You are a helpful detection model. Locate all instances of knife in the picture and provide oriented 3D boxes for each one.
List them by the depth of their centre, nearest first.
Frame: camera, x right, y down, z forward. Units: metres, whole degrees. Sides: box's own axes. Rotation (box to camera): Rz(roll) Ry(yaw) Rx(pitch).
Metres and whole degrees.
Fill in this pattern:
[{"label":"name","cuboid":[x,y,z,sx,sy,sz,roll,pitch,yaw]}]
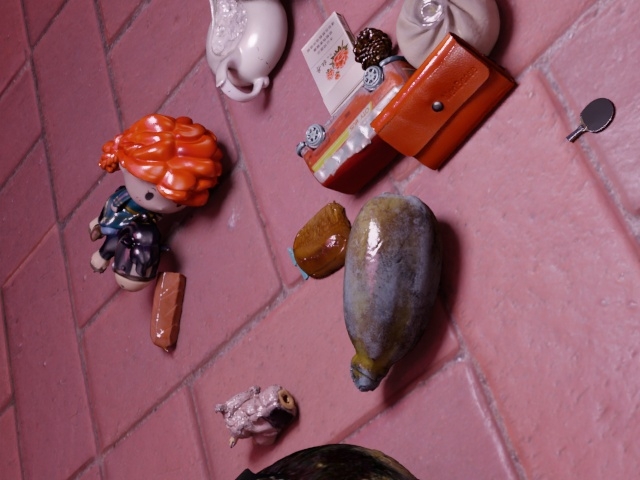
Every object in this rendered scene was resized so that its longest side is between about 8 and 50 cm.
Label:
[{"label":"knife","cuboid":[-0.044,0.043,1.876,0.014,0.005,0.091,-51,46,21]}]

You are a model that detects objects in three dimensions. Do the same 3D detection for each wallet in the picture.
[{"label":"wallet","cuboid":[0.196,-0.220,1.600,0.204,0.142,0.045,-48,21,27]}]

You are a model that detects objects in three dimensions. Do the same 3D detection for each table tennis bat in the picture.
[{"label":"table tennis bat","cuboid":[0.396,-0.175,1.461,0.083,0.007,0.050,-44,50,28]}]

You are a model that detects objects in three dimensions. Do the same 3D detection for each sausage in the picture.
[{"label":"sausage","cuboid":[-0.328,0.153,2.114,0.065,0.065,0.169,-4,76,47]}]

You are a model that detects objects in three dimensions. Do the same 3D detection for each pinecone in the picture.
[{"label":"pinecone","cuboid":[0.092,-0.349,1.802,0.077,0.077,0.083,-57,33,19]}]

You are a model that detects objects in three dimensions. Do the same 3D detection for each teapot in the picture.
[{"label":"teapot","cuboid":[-0.161,-0.412,2.045,0.208,0.166,0.299,-23,51,28]}]

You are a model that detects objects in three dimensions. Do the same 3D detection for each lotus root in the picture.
[{"label":"lotus root","cuboid":[0.113,0.086,1.579,0.140,0.158,0.322,5,87,45]}]

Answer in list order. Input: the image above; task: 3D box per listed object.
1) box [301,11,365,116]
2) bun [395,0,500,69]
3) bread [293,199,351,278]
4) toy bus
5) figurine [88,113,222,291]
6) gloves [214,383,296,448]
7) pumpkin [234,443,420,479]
[{"label":"box","cuboid":[0.031,-0.337,1.898,0.109,0.029,0.198,-45,48,29]},{"label":"bun","cuboid":[0.202,-0.355,1.617,0.173,0.120,0.172,-5,78,25]},{"label":"bread","cuboid":[0.000,0.000,1.815,0.129,0.044,0.126,-41,49,36]},{"label":"toy bus","cuboid":[0.089,-0.195,1.729,0.265,0.121,0.119,-43,54,28]},{"label":"figurine","cuboid":[-0.372,-0.085,2.114,0.411,0.241,0.306,-62,21,15]},{"label":"gloves","cuboid":[-0.113,0.312,1.799,0.144,0.110,0.094,-17,53,12]},{"label":"pumpkin","cuboid":[0.014,0.510,1.410,0.454,0.344,0.454,-177,90,-65]}]
